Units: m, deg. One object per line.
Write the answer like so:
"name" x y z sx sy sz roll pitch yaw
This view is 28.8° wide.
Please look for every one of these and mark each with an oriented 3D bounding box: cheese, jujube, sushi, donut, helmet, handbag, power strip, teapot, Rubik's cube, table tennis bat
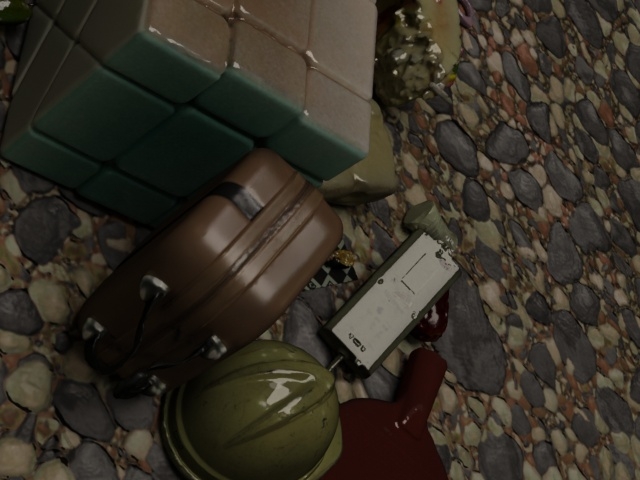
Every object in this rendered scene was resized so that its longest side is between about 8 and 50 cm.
"cheese" -0.005 -0.121 1.739 0.263 0.093 0.159 -1 66 -44
"jujube" 0.150 0.083 1.787 0.077 0.077 0.129 16 58 -38
"sushi" 0.000 0.000 1.721 0.120 0.026 0.126 -10 75 -46
"donut" 0.062 -0.386 1.911 0.371 0.150 0.307 34 47 -26
"helmet" -0.046 0.189 1.459 0.257 0.137 0.204 -14 70 -42
"handbag" -0.141 0.058 1.351 0.149 0.302 0.283 46 49 -12
"power strip" 0.088 0.094 1.697 0.092 0.034 0.268 46 62 -3
"teapot" 0.169 -0.017 1.884 0.083 0.057 0.067 49 13 -20
"Rubik's cube" -0.148 -0.223 1.483 0.315 0.322 0.319 26 52 -31
"table tennis bat" 0.087 0.304 1.618 0.268 0.051 0.415 42 46 -17

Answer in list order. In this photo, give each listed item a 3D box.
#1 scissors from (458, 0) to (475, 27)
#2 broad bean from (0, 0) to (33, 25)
"scissors" 0.210 -0.471 2.205 0.110 0.021 0.212 -8 75 -49
"broad bean" -0.449 -0.297 1.431 0.256 0.052 0.052 15 78 -38
